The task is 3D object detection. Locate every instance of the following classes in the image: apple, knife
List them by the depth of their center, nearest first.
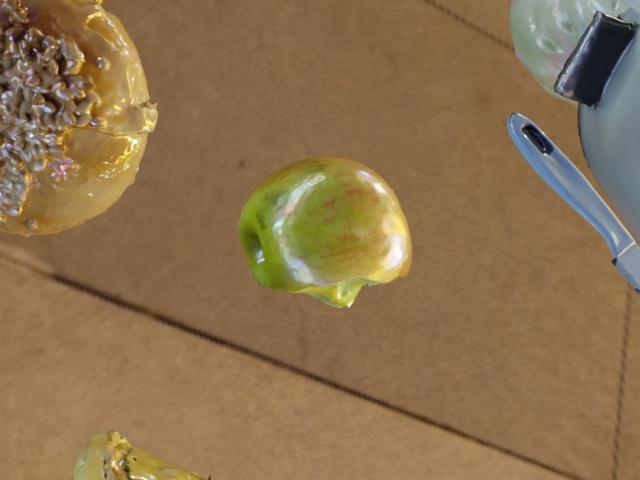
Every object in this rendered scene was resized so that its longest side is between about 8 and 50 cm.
[{"bbox_3d":[0.254,0.015,1.083,0.313,0.019,0.044,50,46,9],"label":"knife"},{"bbox_3d":[0.000,0.000,1.962,0.226,0.246,0.246,-19,86,-33],"label":"apple"}]

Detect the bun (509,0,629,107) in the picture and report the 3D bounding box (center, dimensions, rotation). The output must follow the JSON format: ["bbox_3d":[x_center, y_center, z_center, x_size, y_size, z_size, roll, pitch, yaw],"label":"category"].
[{"bbox_3d":[0.364,-0.257,1.617,0.283,0.283,0.179,41,40,-18],"label":"bun"}]

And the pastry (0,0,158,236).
[{"bbox_3d":[-0.337,-0.139,1.423,0.184,0.316,0.284,-28,107,-56],"label":"pastry"}]

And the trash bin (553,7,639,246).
[{"bbox_3d":[0.299,-0.036,0.818,0.277,0.217,0.262,17,26,-15],"label":"trash bin"}]

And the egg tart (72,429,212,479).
[{"bbox_3d":[-0.126,0.327,1.178,0.132,0.345,0.345,-11,80,-6],"label":"egg tart"}]

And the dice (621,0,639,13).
[{"bbox_3d":[0.214,-0.255,0.559,0.265,0.268,0.262,-18,69,-49],"label":"dice"}]
